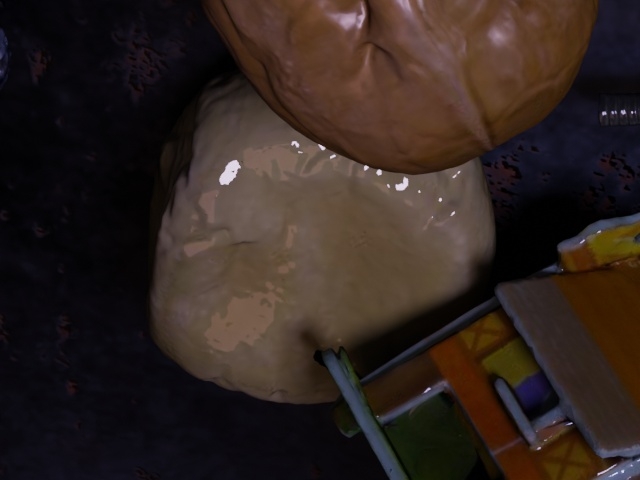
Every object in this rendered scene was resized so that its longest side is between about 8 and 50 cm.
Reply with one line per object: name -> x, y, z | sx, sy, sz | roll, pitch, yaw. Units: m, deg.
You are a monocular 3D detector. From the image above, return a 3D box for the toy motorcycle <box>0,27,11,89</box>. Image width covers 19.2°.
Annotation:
toy motorcycle -> -0.303, -0.158, 1.053 | 0.204, 0.108, 0.239 | -15, 105, 18

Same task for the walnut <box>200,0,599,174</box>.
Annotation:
walnut -> 0.036, -0.141, 0.950 | 0.193, 0.193, 0.226 | -25, 122, 31

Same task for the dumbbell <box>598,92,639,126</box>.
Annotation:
dumbbell -> 0.280, -0.074, 1.034 | 0.254, 0.081, 0.081 | -1, 134, 11

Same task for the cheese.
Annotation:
cheese -> 0.000, 0.000, 1.143 | 0.214, 0.117, 0.226 | 13, 131, -11

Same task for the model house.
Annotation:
model house -> 0.214, 0.153, 1.147 | 0.313, 0.242, 0.358 | -28, 144, 1
